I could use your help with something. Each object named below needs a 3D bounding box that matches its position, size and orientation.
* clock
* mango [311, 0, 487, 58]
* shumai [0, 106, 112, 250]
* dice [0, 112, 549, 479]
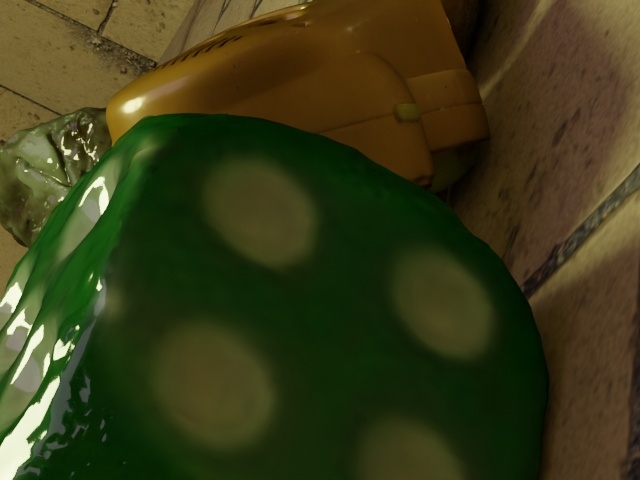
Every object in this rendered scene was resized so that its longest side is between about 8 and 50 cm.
[{"bbox_3d":[-0.028,-0.077,1.210,0.244,0.200,0.317,-20,2,24],"label":"clock"},{"bbox_3d":[0.071,-0.208,1.480,0.192,0.146,0.316,-62,-1,2],"label":"mango"},{"bbox_3d":[-0.335,-0.020,2.417,0.309,0.304,0.263,-58,25,31],"label":"shumai"},{"bbox_3d":[-0.055,0.124,0.971,0.287,0.297,0.300,-45,23,46],"label":"dice"}]
